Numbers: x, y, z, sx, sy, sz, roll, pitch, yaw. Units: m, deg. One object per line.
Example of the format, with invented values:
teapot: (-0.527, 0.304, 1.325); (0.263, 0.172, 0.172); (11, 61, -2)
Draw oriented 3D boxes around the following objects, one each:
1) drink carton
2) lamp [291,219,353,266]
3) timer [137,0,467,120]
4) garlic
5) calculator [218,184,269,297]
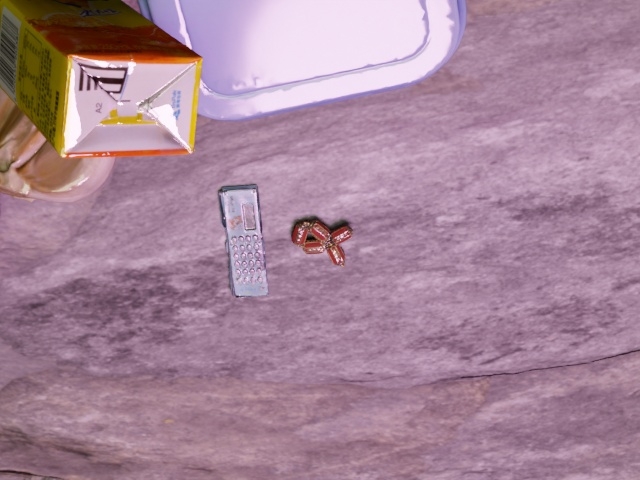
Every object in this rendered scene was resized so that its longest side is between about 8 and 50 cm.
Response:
drink carton: (-0.271, -0.206, 1.172); (0.154, 0.351, 0.111); (-5, 118, -33)
lamp: (0.000, 0.000, 1.481); (0.083, 0.031, 0.063); (12, 114, -4)
timer: (-0.033, -0.344, 1.219); (0.394, 0.173, 0.395); (-2, 121, -3)
garlic: (-0.354, -0.125, 1.347); (0.229, 0.178, 0.143); (25, 161, 18)
calculator: (-0.107, 0.004, 1.486); (0.057, 0.018, 0.172); (-5, 116, -1)
